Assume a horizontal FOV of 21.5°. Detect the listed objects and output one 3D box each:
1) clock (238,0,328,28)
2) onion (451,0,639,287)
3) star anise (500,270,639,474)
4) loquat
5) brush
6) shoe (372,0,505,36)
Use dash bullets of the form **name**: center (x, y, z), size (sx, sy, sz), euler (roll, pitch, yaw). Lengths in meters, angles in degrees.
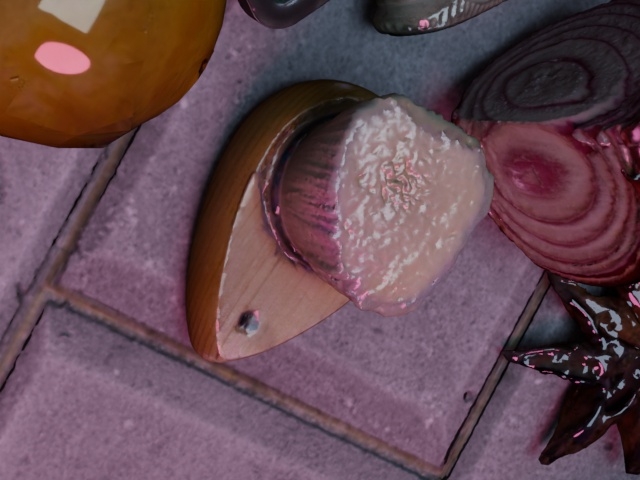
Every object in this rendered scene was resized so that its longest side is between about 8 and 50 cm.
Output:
- **clock**: center (0.014, -0.329, 1.237), size (0.279, 0.049, 0.273), euler (-35, 131, -12)
- **onion**: center (0.257, -0.084, 1.460), size (0.206, 0.216, 0.207), euler (-45, 131, -30)
- **star anise**: center (0.304, 0.111, 1.590), size (0.272, 0.102, 0.272), euler (-5, 102, -26)
- **loquat**: center (-0.185, -0.178, 1.177), size (0.235, 0.235, 0.235), euler (-8, 106, -27)
- **brush**: center (0.000, 0.000, 1.362), size (0.174, 0.166, 0.266), euler (36, 87, -31)
- **shoe**: center (0.131, -0.254, 1.409), size (0.227, 0.099, 0.112), euler (-31, 108, -17)
